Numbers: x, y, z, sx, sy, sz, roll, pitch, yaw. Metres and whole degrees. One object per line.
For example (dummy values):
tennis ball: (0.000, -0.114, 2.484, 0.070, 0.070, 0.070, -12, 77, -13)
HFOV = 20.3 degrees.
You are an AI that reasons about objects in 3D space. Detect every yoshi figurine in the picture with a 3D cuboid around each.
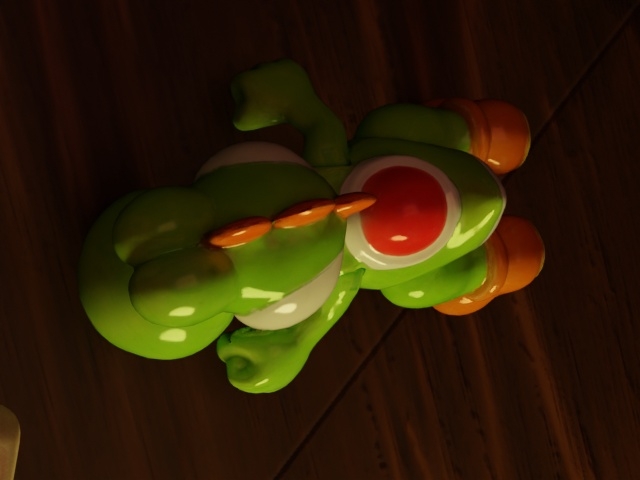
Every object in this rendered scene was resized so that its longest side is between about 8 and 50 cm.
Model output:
yoshi figurine: (-0.021, -0.005, 1.204, 0.362, 0.203, 0.203, -10, 135, -47)

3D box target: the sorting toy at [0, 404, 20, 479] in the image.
sorting toy: (-0.286, 0.189, 1.078, 0.193, 0.038, 0.208, 13, 77, -32)
